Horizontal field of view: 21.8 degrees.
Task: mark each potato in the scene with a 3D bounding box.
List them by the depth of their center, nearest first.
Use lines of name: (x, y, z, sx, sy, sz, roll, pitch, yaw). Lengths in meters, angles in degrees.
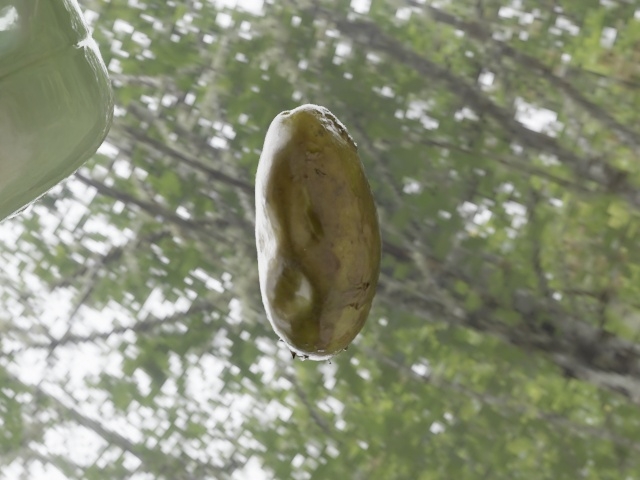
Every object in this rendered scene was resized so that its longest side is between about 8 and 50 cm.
potato: (0.000, 0.000, 0.568, 0.045, 0.046, 0.092, -19, -66, -47)

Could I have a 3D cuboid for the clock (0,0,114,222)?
clock: (-0.229, 0.001, 0.445, 0.324, 0.265, 0.109, -39, -71, -59)
